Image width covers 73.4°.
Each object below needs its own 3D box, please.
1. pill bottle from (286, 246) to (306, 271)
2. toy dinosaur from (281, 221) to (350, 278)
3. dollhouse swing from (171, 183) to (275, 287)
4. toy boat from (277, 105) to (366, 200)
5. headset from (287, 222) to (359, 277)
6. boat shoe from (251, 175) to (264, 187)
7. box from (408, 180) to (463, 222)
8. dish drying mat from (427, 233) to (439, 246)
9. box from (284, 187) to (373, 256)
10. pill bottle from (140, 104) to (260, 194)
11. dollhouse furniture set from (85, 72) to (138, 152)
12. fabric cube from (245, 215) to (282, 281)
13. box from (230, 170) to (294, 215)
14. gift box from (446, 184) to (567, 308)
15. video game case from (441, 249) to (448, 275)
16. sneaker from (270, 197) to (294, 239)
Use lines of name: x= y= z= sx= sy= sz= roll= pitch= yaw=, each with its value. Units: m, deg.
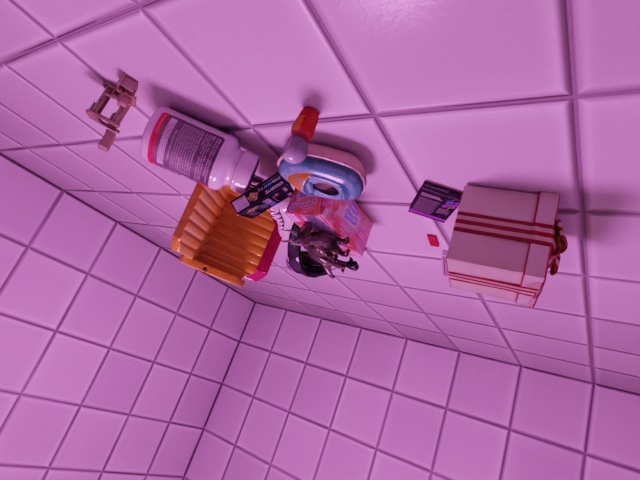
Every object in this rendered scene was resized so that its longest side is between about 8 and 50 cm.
pill bottle: x=-0.110 y=0.083 z=2.077 sx=0.107 sy=0.108 sz=0.180 roll=21 pitch=160 yaw=0
toy dinosaur: x=0.009 y=0.026 z=1.401 sx=0.160 sy=0.121 sz=0.313 roll=24 pitch=168 yaw=23
dollhouse swing: x=-0.323 y=-0.040 z=1.530 sx=0.315 sy=0.347 sz=0.305 roll=25 pitch=169 yaw=-13
toy boat: x=-0.021 y=-0.202 z=1.149 sx=0.267 sy=0.148 sz=0.318 roll=13 pitch=160 yaw=21
headset: x=0.014 y=0.036 z=1.630 sx=0.185 sy=0.244 sz=0.394 roll=12 pitch=165 yaw=25
boat shoe: x=-0.222 y=-0.197 z=1.530 sx=0.137 sy=0.043 sz=0.049 roll=25 pitch=158 yaw=-17
box: x=0.328 y=-0.107 z=1.234 sx=0.116 sy=0.029 sz=0.162 roll=19 pitch=162 yaw=4
dish drying mat: x=0.391 y=0.001 z=1.494 sx=0.032 sy=0.008 sz=0.083 roll=11 pitch=160 yaw=29
box: x=0.038 y=-0.074 z=1.444 sx=0.154 sy=0.142 sz=0.300 roll=6 pitch=156 yaw=36
pill bottle: x=-0.351 y=-0.259 z=1.288 sx=0.318 sy=0.176 sz=0.176 roll=23 pitch=161 yaw=-7
dollhouse furniture set: x=-0.617 y=-0.377 z=1.232 sx=0.101 sy=0.182 sz=0.161 roll=28 pitch=160 yaw=-20
fabric cube: x=-0.320 y=-0.001 z=1.836 sx=0.259 sy=0.258 sz=0.254 roll=26 pitch=161 yaw=-14
box: x=-0.177 y=-0.139 z=1.364 sx=0.051 sy=0.175 sz=0.220 roll=59 pitch=-178 yaw=2
gift box: x=0.480 y=0.038 z=1.116 sx=0.258 sy=0.277 sz=0.255 roll=10 pitch=164 yaw=24
video game case: x=0.590 y=0.114 z=1.573 sx=0.285 sy=0.025 sz=0.204 roll=13 pitch=159 yaw=22
sneaker: x=-0.105 y=-0.079 z=1.655 sx=0.118 sy=0.110 sz=0.292 roll=7 pitch=159 yaw=12
